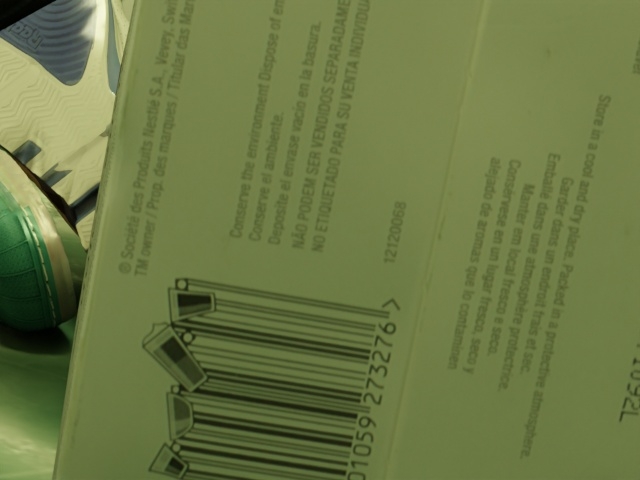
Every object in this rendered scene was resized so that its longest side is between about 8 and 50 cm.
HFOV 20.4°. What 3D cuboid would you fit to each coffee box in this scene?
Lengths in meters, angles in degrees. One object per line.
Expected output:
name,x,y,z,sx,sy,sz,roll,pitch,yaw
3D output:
coffee box,0.062,-0.026,0.897,0.338,0.338,0.334,11,10,-6

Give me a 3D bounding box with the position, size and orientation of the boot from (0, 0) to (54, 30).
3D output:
boot,-0.195,-0.154,0.857,0.094,0.207,0.246,56,-1,15

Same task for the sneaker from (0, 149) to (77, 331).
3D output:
sneaker,-0.270,-0.015,1.139,0.121,0.108,0.302,-28,42,-28

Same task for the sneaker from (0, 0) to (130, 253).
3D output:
sneaker,-0.133,-0.048,1.206,0.315,0.127,0.182,56,-1,21

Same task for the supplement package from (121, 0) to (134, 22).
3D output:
supplement package,-0.162,-0.238,1.973,0.139,0.244,0.134,12,12,-10
